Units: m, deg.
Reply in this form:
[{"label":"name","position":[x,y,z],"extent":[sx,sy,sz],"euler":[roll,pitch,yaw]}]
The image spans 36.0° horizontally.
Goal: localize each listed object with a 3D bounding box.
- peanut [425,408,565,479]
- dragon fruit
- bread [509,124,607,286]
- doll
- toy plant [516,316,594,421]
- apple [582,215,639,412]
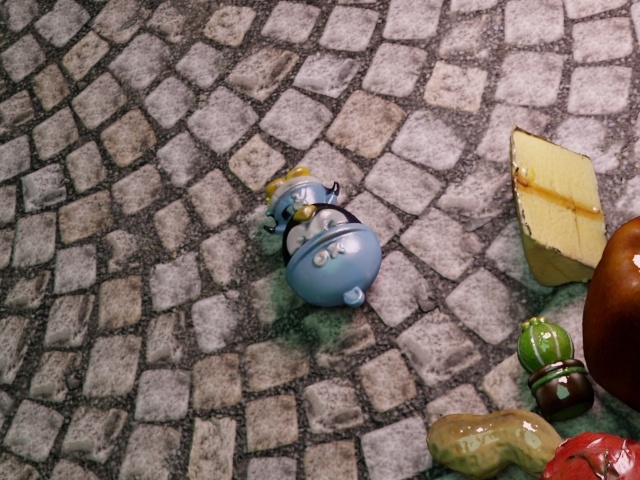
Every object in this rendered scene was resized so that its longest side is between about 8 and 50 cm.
[{"label":"peanut","position":[0.276,0.314,1.521],"extent":[0.229,0.098,0.103],"euler":[-5,105,21]},{"label":"dragon fruit","position":[0.399,0.388,1.362],"extent":[0.241,0.241,0.252],"euler":[7,57,25]},{"label":"bread","position":[0.387,-0.068,1.610],"extent":[0.135,0.178,0.240],"euler":[-11,60,18]},{"label":"doll","position":[0.000,0.000,1.757],"extent":[0.177,0.141,0.314],"euler":[-32,55,0]},{"label":"toy plant","position":[0.362,0.196,1.544],"extent":[0.092,0.093,0.162],"euler":[-22,59,11]},{"label":"apple","position":[0.517,0.103,1.411],"extent":[0.288,0.317,0.288],"euler":[-4,55,5]}]
